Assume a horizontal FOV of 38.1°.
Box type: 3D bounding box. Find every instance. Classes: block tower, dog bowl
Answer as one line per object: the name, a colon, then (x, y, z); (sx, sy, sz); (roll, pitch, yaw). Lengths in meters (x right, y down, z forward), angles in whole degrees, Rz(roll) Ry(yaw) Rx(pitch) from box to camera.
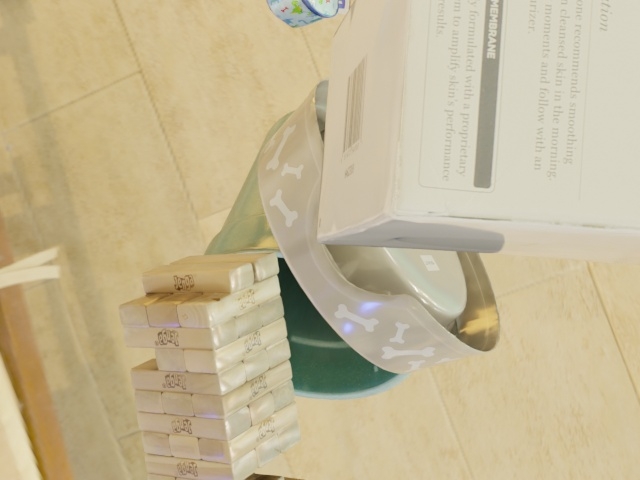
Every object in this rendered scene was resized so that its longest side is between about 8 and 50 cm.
block tower: (-0.071, 0.183, 0.720); (0.097, 0.091, 0.336); (-3, 101, 35)
dog bowl: (0.064, -0.008, 1.037); (0.102, 0.349, 0.349); (-33, 86, 22)

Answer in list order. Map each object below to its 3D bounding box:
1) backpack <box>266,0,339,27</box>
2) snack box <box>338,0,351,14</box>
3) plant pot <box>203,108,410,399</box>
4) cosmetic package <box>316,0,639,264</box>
backpack: (-0.014, -0.279, 0.934); (0.084, 0.105, 0.114); (-6, 84, 27)
snack box: (0.028, -0.496, 1.655); (0.064, 0.022, 0.178); (6, 97, 9)
plant pot: (0.000, 0.000, 1.358); (0.341, 0.341, 0.334); (9, 52, 7)
cosmetic package: (0.126, -0.061, 0.486); (0.224, 0.224, 0.138); (5, 87, -8)
